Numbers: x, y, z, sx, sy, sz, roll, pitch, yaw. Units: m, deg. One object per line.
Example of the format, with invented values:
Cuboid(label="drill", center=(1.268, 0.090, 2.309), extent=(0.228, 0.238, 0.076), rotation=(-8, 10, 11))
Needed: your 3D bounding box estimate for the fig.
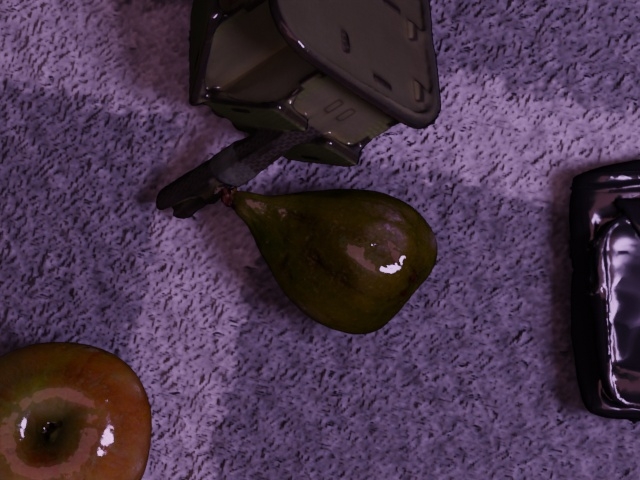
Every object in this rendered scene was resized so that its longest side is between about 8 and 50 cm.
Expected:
Cuboid(label="fig", center=(0.011, -0.007, 1.594), extent=(0.185, 0.126, 0.133), rotation=(45, 134, 7))

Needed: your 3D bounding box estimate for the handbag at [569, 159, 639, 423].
Cuboid(label="handbag", center=(0.362, 0.041, 1.598), extent=(0.275, 0.088, 0.244), rotation=(-2, 87, 4))

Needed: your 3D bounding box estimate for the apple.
Cuboid(label="apple", center=(-0.241, 0.176, 1.598), extent=(0.183, 0.155, 0.182), rotation=(1, 78, -3))

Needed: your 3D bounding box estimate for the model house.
Cuboid(label="model house", center=(-0.061, -0.155, 1.602), extent=(0.279, 0.218, 0.205), rotation=(-31, 133, 33))
